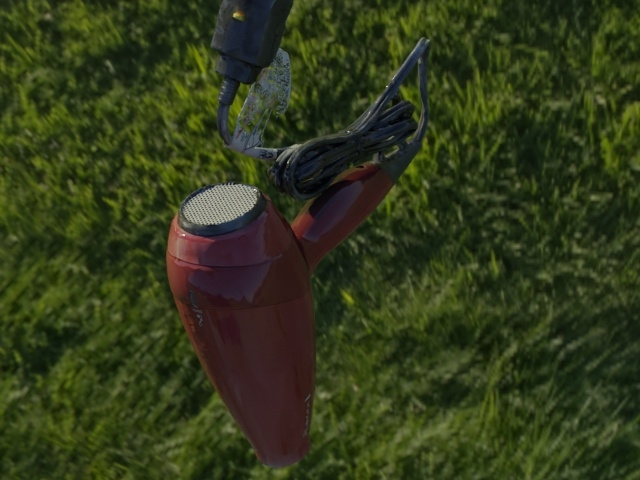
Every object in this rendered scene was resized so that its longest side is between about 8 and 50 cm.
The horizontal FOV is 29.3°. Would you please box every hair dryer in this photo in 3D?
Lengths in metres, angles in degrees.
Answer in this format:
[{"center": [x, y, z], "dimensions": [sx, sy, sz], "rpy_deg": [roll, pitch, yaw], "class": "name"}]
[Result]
[{"center": [0.000, 0.000, 0.756], "dimensions": [0.080, 0.223, 0.294], "rpy_deg": [18, 93, 41], "class": "hair dryer"}]
